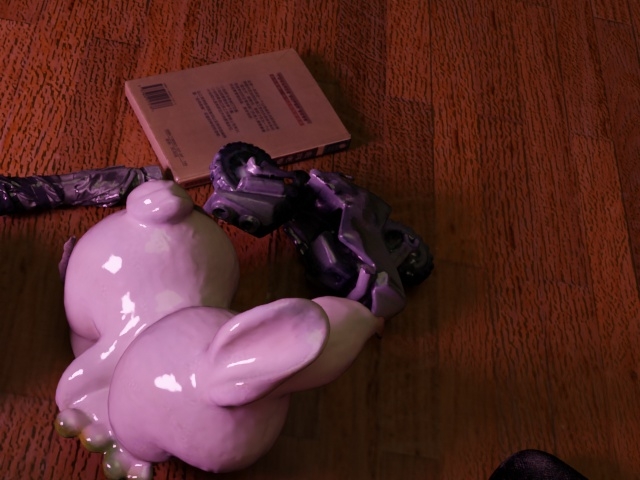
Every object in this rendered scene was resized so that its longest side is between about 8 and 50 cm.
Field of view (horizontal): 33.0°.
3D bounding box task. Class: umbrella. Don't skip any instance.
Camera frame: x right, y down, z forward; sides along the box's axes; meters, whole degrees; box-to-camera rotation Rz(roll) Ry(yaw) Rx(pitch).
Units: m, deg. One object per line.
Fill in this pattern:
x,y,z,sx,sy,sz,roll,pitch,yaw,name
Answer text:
-0.259,-0.052,1.149,0.188,0.046,0.050,-7,59,-27,umbrella

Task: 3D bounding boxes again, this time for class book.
-0.098,-0.149,1.280,0.230,0.026,0.161,-16,60,-26,book

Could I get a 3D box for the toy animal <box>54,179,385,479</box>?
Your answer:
-0.110,0.088,0.966,0.182,0.247,0.310,18,21,-38,toy animal

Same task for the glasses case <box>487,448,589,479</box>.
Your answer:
0.268,0.304,1.009,0.266,0.067,0.103,40,52,16,glasses case

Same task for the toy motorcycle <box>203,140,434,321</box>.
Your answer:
0.000,0.000,1.134,0.270,0.106,0.159,25,45,-16,toy motorcycle
